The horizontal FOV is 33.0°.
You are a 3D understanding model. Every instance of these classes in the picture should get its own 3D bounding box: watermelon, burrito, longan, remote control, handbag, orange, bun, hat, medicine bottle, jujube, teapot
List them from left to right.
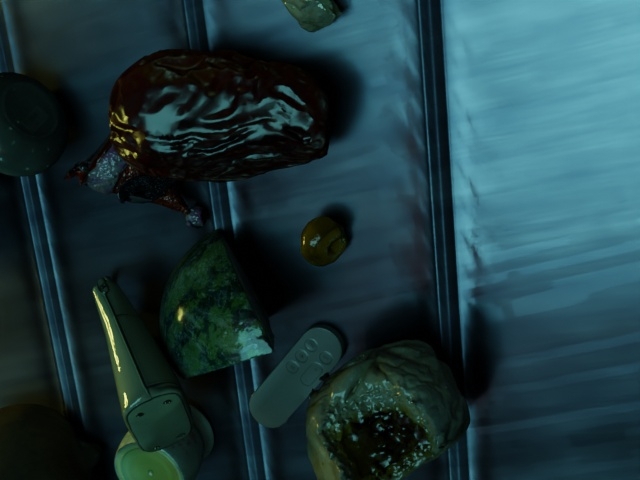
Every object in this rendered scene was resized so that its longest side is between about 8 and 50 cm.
[{"bbox_3d":[-0.551,-0.165,1.841,0.251,0.183,0.183,-31,96,42],"label":"teapot"},{"bbox_3d":[-0.555,0.456,2.044,0.300,0.243,0.300,-1,94,-10],"label":"longan"},{"bbox_3d":[-0.331,0.193,1.843,0.315,0.109,0.241,55,163,30],"label":"handbag"},{"bbox_3d":[-0.286,-0.089,1.781,0.227,0.140,0.129,37,131,-9],"label":"hat"},{"bbox_3d":[-0.279,0.377,1.942,0.147,0.143,0.147,9,119,16],"label":"medicine bottle"},{"bbox_3d":[-0.185,0.124,1.802,0.260,0.256,0.176,-22,144,21],"label":"watermelon"},{"bbox_3d":[-0.146,-0.191,1.640,0.342,0.216,0.216,4,112,16],"label":"jujube"},{"bbox_3d":[-0.059,-0.433,1.576,0.082,0.059,0.275,-20,101,43],"label":"burrito"},{"bbox_3d":[-0.042,0.235,1.853,0.077,0.022,0.245,42,120,5],"label":"remote control"},{"bbox_3d":[0.000,0.000,1.714,0.062,0.086,0.086,34,122,35],"label":"orange"},{"bbox_3d":[0.091,0.275,1.690,0.281,0.281,0.205,-40,75,30],"label":"bun"}]
